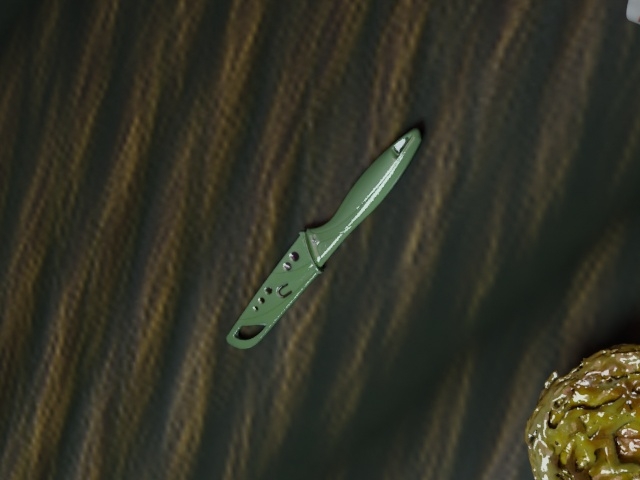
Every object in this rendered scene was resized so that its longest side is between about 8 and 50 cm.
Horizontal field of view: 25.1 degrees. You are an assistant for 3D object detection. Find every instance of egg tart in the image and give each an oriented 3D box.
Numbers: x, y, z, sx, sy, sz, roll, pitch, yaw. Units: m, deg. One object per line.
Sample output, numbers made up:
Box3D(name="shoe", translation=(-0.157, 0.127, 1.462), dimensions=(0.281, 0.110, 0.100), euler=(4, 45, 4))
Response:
Box3D(name="egg tart", translation=(0.188, 0.122, 0.861), dimensions=(0.129, 0.049, 0.128), euler=(3, 100, 20))

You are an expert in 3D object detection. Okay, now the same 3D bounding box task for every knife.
Box3D(name="knife", translation=(0.000, 0.000, 0.958), dimensions=(0.030, 0.014, 0.207), euler=(45, 113, 13))

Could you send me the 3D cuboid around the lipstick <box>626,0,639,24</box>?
Box3D(name="lipstick", translation=(0.241, -0.121, 0.814), dimensions=(0.131, 0.038, 0.038), euler=(24, 105, 22))
